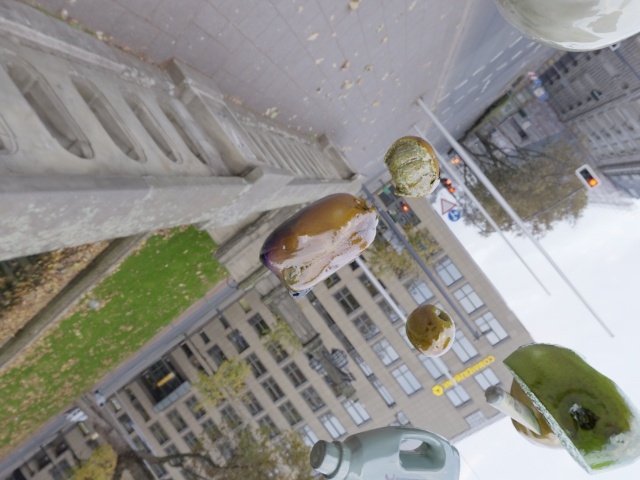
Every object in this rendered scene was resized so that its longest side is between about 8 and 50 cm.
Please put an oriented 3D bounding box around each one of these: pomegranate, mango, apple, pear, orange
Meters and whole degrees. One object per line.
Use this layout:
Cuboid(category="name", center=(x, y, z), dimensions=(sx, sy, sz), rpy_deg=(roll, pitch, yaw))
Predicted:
Cuboid(category="pomegranate", center=(0.817, 0.562, 1.407), dimensions=(0.332, 0.332, 0.332), rpy_deg=(-37, 177, -2))
Cuboid(category="mango", center=(0.000, 0.000, 0.928), dimensions=(0.287, 0.153, 0.201), rpy_deg=(-34, 160, 0))
Cuboid(category="apple", center=(0.397, 0.321, 1.451), dimensions=(0.155, 0.182, 0.182), rpy_deg=(-55, 172, 16))
Cuboid(category="pear", center=(0.546, 0.343, 0.837), dimensions=(0.159, 0.292, 0.292), rpy_deg=(-35, 178, 9))
Cuboid(category="orange", center=(0.226, -0.181, 1.007), dimensions=(0.134, 0.156, 0.156), rpy_deg=(-27, -176, 40))

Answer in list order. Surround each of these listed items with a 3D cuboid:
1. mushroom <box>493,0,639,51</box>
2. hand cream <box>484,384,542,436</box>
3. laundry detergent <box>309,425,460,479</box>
Cuboid(category="mushroom", center=(0.272, -0.301, 0.326), dimensions=(0.315, 0.356, 0.315), rpy_deg=(-15, 155, -7))
Cuboid(category="hand cream", center=(0.392, 0.338, 0.810), dimensions=(0.039, 0.143, 0.061), rpy_deg=(-49, -161, 27))
Cuboid(category="laundry detergent", center=(0.158, 0.569, 0.995), dimensions=(0.264, 0.398, 0.124), rpy_deg=(-62, -159, -11))
